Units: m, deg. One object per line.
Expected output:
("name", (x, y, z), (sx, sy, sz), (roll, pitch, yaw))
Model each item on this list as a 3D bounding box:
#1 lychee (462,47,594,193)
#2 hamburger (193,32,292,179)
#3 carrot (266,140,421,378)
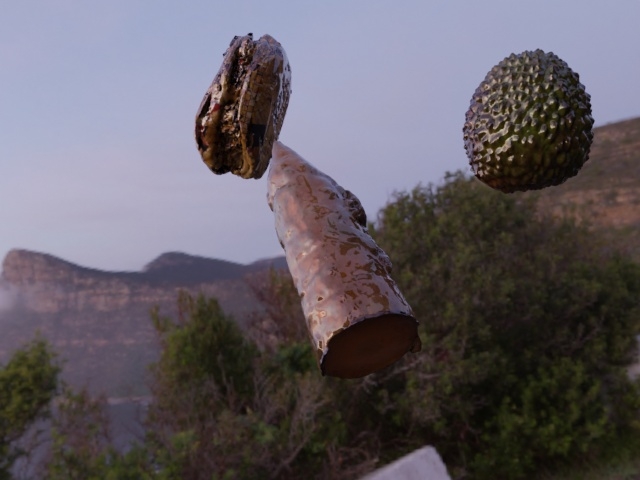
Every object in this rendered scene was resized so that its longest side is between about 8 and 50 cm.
("lychee", (0.250, -0.141, 0.873), (0.171, 0.171, 0.171), (-10, -4, -1))
("hamburger", (-0.109, -0.199, 1.114), (0.106, 0.231, 0.231), (15, 0, 9))
("carrot", (0.000, 0.000, 0.685), (0.101, 0.263, 0.102), (-17, -35, -12))
